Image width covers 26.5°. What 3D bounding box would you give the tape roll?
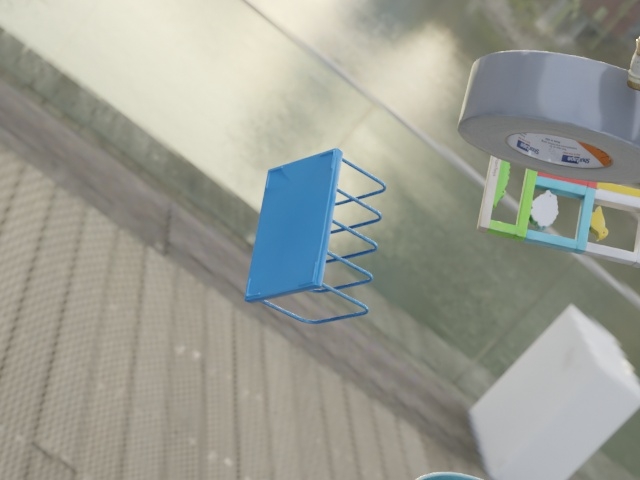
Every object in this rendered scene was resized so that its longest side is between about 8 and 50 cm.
[{"bbox_3d":[0.258,-0.126,1.427,0.219,0.072,0.219,15,-9,2],"label":"tape roll"}]

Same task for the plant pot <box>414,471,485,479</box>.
[{"bbox_3d":[0.146,0.403,1.351,0.290,0.195,0.290,29,25,-15],"label":"plant pot"}]

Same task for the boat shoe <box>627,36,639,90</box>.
[{"bbox_3d":[0.351,-0.196,1.316,0.063,0.059,0.170,17,35,28],"label":"boat shoe"}]

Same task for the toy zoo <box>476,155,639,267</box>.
[{"bbox_3d":[0.389,-0.073,1.992,0.293,0.192,0.030,12,-15,0],"label":"toy zoo"}]

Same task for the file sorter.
[{"bbox_3d":[0.000,0.000,1.585,0.104,0.118,0.170,28,61,-38],"label":"file sorter"}]
